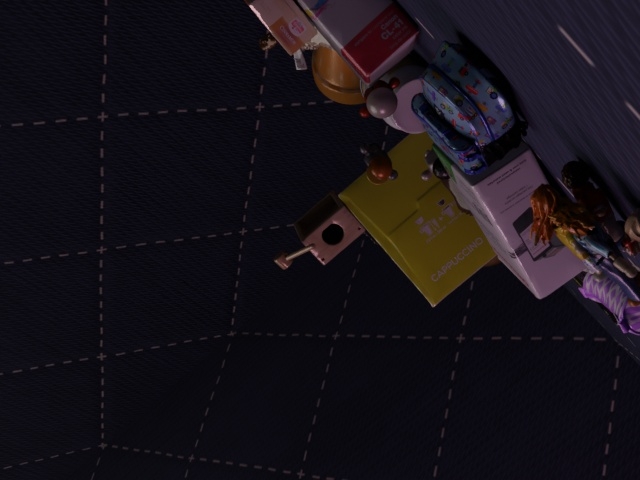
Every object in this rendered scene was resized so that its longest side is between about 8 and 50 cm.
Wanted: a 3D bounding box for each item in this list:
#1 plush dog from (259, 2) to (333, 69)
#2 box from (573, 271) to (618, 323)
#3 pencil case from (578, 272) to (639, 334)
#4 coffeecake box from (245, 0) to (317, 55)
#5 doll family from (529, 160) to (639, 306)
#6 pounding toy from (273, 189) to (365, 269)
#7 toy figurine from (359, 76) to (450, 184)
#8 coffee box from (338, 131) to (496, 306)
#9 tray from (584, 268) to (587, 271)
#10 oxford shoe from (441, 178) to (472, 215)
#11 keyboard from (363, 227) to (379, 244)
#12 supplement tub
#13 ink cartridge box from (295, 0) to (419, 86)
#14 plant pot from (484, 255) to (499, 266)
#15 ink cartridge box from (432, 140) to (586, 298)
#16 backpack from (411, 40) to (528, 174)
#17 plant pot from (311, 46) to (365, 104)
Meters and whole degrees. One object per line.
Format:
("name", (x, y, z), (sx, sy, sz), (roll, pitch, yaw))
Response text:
("plush dog", (-0.019, -0.512, 1.844), (0.262, 0.211, 0.225), (45, -130, -9))
("box", (0.677, 0.109, 2.150), (0.190, 0.045, 0.184), (52, -169, 31))
("pencil case", (0.525, 0.100, 1.493), (0.086, 0.088, 0.206), (49, -172, -10))
("coffeecake box", (-0.100, -0.443, 1.564), (0.142, 0.068, 0.185), (43, -170, -47))
("doll family", (0.340, -0.001, 1.063), (0.163, 0.118, 0.263), (45, -172, -25))
("pounding toy", (-0.003, 0.007, 1.965), (0.094, 0.206, 0.181), (47, -174, -22))
("toy figurine", (0.183, -0.217, 1.709), (0.148, 0.213, 0.209), (-96, 8, -69))
("coffee box", (0.290, -0.084, 2.040), (0.338, 0.338, 0.334), (50, -173, 4))
("tray", (0.503, 0.003, 1.719), (0.145, 0.030, 0.270), (47, -178, -2))
("oxford shoe", (0.346, -0.080, 1.824), (0.227, 0.083, 0.096), (50, 145, 10))
("keyboard", (0.109, -0.041, 2.175), (0.108, 0.023, 0.180), (48, -173, -9))
("supplement tub", (0.179, -0.325, 1.873), (0.144, 0.144, 0.199), (44, -171, -31))
("ink cartridge box", (0.035, -0.442, 1.582), (0.306, 0.131, 0.226), (50, -173, -2))
("plant pot", (0.458, -0.058, 2.323), (0.237, 0.237, 0.254), (50, 177, 7))
("ink cartridge box", (0.348, -0.065, 1.573), (0.289, 0.122, 0.211), (54, -176, -30))
("backpack", (0.202, -0.193, 1.220), (0.158, 0.117, 0.173), (51, -175, 25))
("plant pot", (0.073, -0.462, 2.070), (0.205, 0.205, 0.188), (51, 173, 20))
